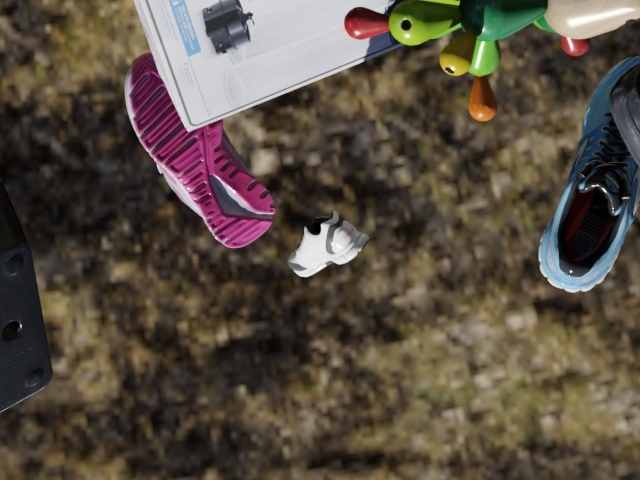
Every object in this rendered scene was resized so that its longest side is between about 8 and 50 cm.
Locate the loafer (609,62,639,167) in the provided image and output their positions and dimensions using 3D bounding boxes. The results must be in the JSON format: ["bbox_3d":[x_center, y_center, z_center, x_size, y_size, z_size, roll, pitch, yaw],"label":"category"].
[{"bbox_3d":[0.266,-0.029,1.045,0.076,0.223,0.078,-42,174,-27],"label":"loafer"}]

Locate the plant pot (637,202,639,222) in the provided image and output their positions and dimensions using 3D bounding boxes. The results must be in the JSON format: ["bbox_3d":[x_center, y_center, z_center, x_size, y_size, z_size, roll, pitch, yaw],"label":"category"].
[{"bbox_3d":[0.231,-0.018,0.587,0.230,0.215,0.215,-26,146,3],"label":"plant pot"}]

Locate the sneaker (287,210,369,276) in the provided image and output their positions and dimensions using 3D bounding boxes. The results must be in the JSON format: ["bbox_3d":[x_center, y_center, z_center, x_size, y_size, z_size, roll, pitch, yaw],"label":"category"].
[{"bbox_3d":[0.000,0.000,1.524,0.044,0.040,0.109,46,149,-12],"label":"sneaker"}]

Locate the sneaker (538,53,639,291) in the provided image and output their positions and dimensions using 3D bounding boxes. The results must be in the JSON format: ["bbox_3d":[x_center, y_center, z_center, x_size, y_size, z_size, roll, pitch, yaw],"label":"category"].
[{"bbox_3d":[0.191,-0.042,1.147,0.063,0.162,0.073,19,-179,5],"label":"sneaker"}]

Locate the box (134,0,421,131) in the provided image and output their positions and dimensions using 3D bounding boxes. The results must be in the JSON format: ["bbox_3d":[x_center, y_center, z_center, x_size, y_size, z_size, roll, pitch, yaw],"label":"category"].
[{"bbox_3d":[-0.014,-0.228,1.520,0.290,0.087,0.169,-22,136,-7],"label":"box"}]

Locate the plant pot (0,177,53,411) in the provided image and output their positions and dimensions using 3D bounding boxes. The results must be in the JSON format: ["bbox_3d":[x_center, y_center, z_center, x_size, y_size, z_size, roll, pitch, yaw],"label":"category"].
[{"bbox_3d":[-0.277,0.034,1.151,0.188,0.167,0.187,-28,136,-27],"label":"plant pot"}]

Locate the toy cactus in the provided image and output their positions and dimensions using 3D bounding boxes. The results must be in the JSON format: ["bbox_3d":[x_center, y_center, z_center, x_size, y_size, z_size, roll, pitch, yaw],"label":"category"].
[{"bbox_3d":[0.135,-0.145,1.182,0.180,0.112,0.219,-3,176,36],"label":"toy cactus"}]

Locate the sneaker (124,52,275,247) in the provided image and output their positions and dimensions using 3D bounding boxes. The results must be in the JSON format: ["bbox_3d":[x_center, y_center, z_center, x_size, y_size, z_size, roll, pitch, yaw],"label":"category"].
[{"bbox_3d":[-0.153,-0.108,2.042,0.103,0.111,0.252,-33,117,-11],"label":"sneaker"}]
